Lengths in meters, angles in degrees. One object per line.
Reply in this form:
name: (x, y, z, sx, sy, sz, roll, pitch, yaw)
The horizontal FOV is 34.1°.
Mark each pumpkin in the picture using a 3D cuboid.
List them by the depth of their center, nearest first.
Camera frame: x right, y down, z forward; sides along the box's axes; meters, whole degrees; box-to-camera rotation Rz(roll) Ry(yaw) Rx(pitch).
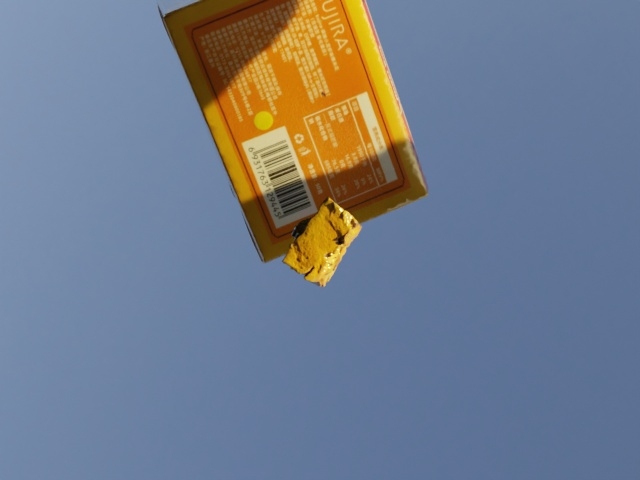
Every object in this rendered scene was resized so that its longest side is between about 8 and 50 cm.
pumpkin: (0.000, 0.000, 0.942, 0.054, 0.083, 0.074, 34, -91, 11)

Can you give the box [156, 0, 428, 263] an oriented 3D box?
box: (-0.035, -0.170, 1.177, 0.214, 0.283, 0.259, -21, -161, -2)
